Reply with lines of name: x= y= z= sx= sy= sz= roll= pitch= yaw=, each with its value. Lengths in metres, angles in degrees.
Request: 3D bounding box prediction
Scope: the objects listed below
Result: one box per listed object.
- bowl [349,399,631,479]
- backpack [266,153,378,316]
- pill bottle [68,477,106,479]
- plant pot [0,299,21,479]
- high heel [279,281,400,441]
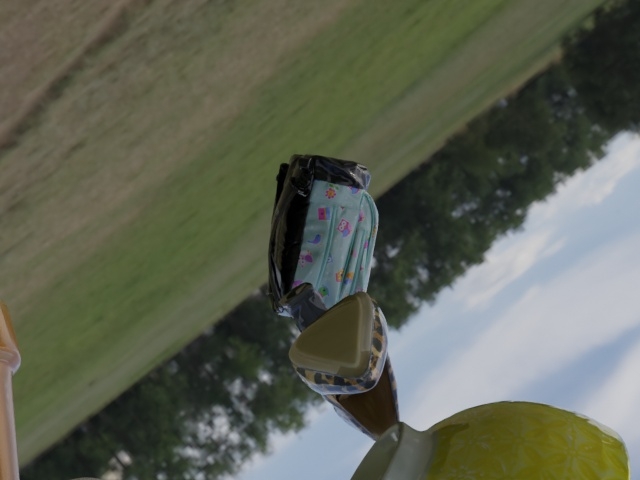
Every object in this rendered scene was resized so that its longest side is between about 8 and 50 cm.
bowl: x=0.100 y=0.235 z=0.897 sx=0.289 sy=0.156 sz=0.289 roll=-57 pitch=-177 yaw=5
backpack: x=0.000 y=0.000 z=1.219 sx=0.152 sy=0.115 sz=0.182 roll=-151 pitch=-110 yaw=-84
pill bottle: x=-0.226 y=0.298 z=0.977 sx=0.108 sy=0.108 sz=0.193 roll=-40 pitch=168 yaw=-46
plant pot: x=-0.354 y=0.172 z=0.983 sx=0.205 sy=0.188 sz=0.205 roll=-19 pitch=162 yaw=-6
high heel: x=0.049 y=0.140 z=1.014 sx=0.093 sy=0.186 sz=0.261 roll=-35 pitch=-166 yaw=-4
